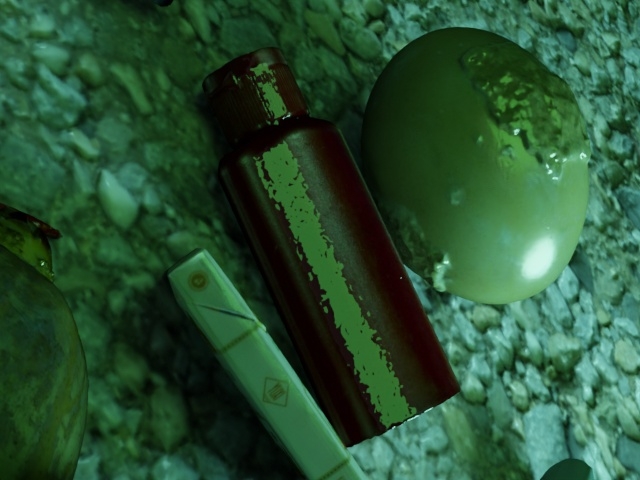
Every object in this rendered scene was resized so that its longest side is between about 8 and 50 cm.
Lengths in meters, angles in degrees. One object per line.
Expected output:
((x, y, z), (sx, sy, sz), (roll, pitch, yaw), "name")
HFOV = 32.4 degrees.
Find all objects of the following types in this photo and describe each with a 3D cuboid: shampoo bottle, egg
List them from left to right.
((0.000, 0.000, 0.732), (0.102, 0.064, 0.260), (-21, 85, -39), "shampoo bottle")
((0.111, -0.054, 0.783), (0.164, 0.164, 0.202), (-12, 83, -42), "egg")

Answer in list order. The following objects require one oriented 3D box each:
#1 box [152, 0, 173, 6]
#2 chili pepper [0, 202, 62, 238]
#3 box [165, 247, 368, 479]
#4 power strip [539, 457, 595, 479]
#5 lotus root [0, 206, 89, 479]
((-0.156, -0.339, 0.723), (0.261, 0.116, 0.279), (28, 52, -26), "box")
((-0.211, -0.013, 0.583), (0.178, 0.045, 0.027), (4, 77, -44), "chili pepper")
((-0.018, 0.102, 0.642), (0.032, 0.122, 0.220), (-35, 94, -7), "box")
((0.236, 0.266, 0.811), (0.253, 0.054, 0.168), (28, 54, -28), "power strip")
((-0.196, 0.093, 0.472), (0.173, 0.173, 0.309), (41, 47, -17), "lotus root")
